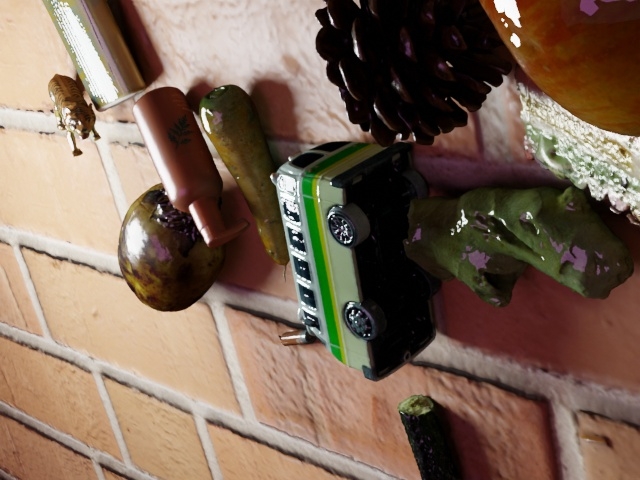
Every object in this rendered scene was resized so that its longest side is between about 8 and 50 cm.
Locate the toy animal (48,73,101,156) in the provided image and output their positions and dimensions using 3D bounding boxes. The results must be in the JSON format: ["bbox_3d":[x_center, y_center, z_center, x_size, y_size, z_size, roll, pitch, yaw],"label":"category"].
[{"bbox_3d":[-0.392,-0.208,1.766,0.241,0.057,0.099,-127,25,-49],"label":"toy animal"}]

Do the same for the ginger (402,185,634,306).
[{"bbox_3d":[0.207,0.005,1.211,0.290,0.089,0.137,-9,89,48],"label":"ginger"}]

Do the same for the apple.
[{"bbox_3d":[0.263,-0.225,0.808,0.301,0.301,0.301,30,135,35],"label":"apple"}]

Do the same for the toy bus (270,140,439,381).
[{"bbox_3d":[0.042,0.017,1.375,0.165,0.134,0.276,17,126,42],"label":"toy bus"}]

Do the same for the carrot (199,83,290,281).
[{"bbox_3d":[-0.086,-0.072,1.526,0.078,0.078,0.298,9,127,47],"label":"carrot"}]

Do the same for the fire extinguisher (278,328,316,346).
[{"bbox_3d":[-0.036,0.147,1.659,0.028,0.022,0.083,38,152,-24],"label":"fire extinguisher"}]

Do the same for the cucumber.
[{"bbox_3d":[0.154,0.302,1.512,0.058,0.058,0.187,5,119,49],"label":"cucumber"}]

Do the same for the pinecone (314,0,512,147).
[{"bbox_3d":[0.099,-0.195,1.118,0.208,0.208,0.207,30,135,35],"label":"pinecone"}]

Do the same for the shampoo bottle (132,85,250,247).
[{"bbox_3d":[-0.185,-0.100,1.558,0.244,0.085,0.085,62,147,20],"label":"shampoo bottle"}]

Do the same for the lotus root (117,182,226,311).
[{"bbox_3d":[-0.231,0.019,1.697,0.169,0.141,0.314,50,145,16],"label":"lotus root"}]

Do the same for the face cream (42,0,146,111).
[{"bbox_3d":[-0.358,-0.336,1.656,0.139,0.067,0.285,-12,106,56],"label":"face cream"}]

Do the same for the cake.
[{"bbox_3d":[0.281,-0.105,1.078,0.225,0.090,0.109,40,147,55],"label":"cake"}]
